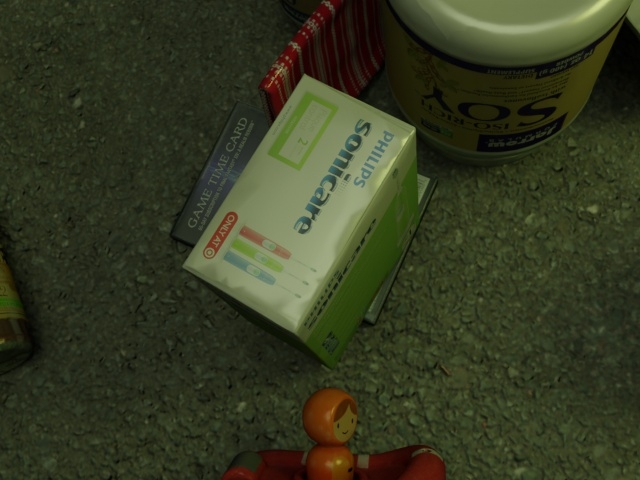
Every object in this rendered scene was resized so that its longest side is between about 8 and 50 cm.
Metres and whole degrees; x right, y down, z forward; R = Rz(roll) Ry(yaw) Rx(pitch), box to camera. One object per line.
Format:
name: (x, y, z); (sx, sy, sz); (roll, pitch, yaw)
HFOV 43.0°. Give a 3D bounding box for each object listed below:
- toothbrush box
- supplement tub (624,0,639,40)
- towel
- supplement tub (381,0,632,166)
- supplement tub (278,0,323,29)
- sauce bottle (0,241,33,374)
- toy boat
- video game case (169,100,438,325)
toothbrush box: (0.000, 0.000, 0.817); (0.122, 0.283, 0.206); (29, 81, 13)
supplement tub: (0.473, -0.323, 0.861); (0.316, 0.228, 0.228); (-39, 72, 24)
towel: (0.031, -0.217, 0.926); (0.031, 0.199, 0.275); (30, 72, 18)
supplement tub: (0.185, -0.230, 0.858); (0.241, 0.331, 0.241); (-2, 74, 7)
supplement tub: (0.009, -0.340, 0.977); (0.144, 0.199, 0.144); (-2, 74, 6)
sauce bottle: (-0.450, -0.003, 0.983); (0.111, 0.111, 0.344); (-26, 75, -1)
toy boat: (0.013, 0.227, 0.837); (0.231, 0.151, 0.151); (1, 94, 6)
video game case: (-0.021, -0.039, 0.990); (0.274, 0.026, 0.196); (22, 78, 13)
